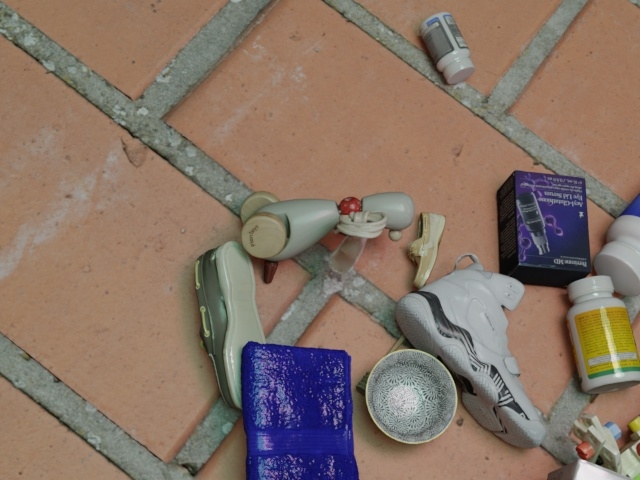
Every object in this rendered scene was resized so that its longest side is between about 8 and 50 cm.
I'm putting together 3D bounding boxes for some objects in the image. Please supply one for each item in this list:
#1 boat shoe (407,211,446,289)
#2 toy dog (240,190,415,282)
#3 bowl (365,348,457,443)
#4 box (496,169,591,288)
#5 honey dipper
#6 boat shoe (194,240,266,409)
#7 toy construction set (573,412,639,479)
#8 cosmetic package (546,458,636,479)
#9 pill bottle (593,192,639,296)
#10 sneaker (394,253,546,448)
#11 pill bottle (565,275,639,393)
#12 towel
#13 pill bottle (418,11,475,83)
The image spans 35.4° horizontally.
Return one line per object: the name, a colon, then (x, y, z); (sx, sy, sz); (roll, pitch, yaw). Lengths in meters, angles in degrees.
boat shoe: (0.197, 0.018, 1.953); (0.059, 0.063, 0.170); (19, 58, 0)
toy dog: (0.000, 0.000, 1.861); (0.333, 0.161, 0.220); (4, 24, 21)
bowl: (0.157, 0.290, 1.828); (0.170, 0.080, 0.170); (3, 70, -8)
box: (0.439, -0.021, 1.983); (0.153, 0.108, 0.207); (4, 68, -10)
honey dipper: (0.123, 0.223, 1.878); (0.030, 0.030, 0.161); (38, 63, 5)
boat shoe: (-0.167, 0.158, 1.813); (0.109, 0.091, 0.305); (12, 66, -53)
toy construction set: (0.600, 0.352, 1.814); (0.327, 0.215, 0.151); (-17, 72, -16)
cosmetic package: (0.420, 0.578, 1.667); (0.156, 0.217, 0.385); (19, 69, 4)
pill bottle: (0.669, -0.018, 2.001); (0.152, 0.152, 0.272); (44, 68, 7)
sneaker: (0.325, 0.196, 1.864); (0.210, 0.137, 0.366); (-39, 83, -23)
pill bottle: (0.537, 0.179, 1.921); (0.117, 0.117, 0.209); (-4, 70, -12)
towel: (-0.027, 0.330, 1.742); (0.227, 0.076, 0.308); (9, 67, -35)
pill bottle: (0.268, -0.404, 2.112); (0.078, 0.078, 0.137); (-19, 74, -17)
